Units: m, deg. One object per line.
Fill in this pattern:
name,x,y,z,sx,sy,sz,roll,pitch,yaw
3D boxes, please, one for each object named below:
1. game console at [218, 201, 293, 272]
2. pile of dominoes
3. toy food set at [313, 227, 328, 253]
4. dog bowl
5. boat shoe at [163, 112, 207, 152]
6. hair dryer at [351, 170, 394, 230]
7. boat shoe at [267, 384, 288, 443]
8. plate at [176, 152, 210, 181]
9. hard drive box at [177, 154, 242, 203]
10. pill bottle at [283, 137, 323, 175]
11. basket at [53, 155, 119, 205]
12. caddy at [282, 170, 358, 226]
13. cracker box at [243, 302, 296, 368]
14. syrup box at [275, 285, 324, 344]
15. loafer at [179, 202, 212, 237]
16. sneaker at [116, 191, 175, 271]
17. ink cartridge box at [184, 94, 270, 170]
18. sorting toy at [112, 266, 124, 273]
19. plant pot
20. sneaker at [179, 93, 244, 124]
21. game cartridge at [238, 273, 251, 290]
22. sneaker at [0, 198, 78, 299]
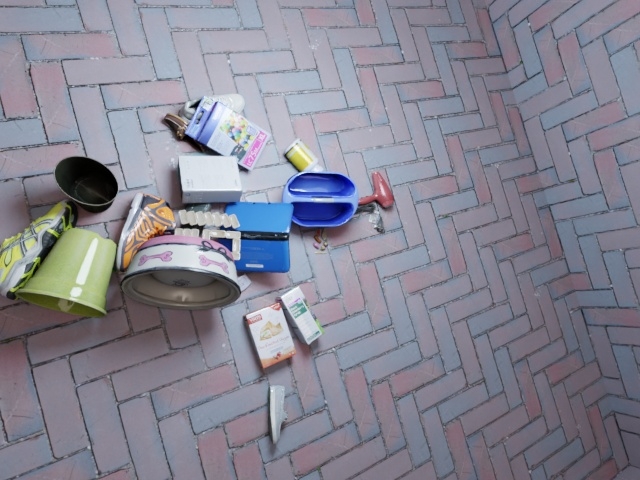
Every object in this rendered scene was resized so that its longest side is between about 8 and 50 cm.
game console,-0.262,-0.015,1.682,0.293,0.173,0.250,3,116,7
pile of dominoes,-0.440,-0.017,1.576,0.251,0.040,0.196,3,71,-12
toy food set,0.000,0.000,1.872,0.078,0.019,0.122,-2,82,-23
dog bowl,-0.492,0.121,1.458,0.408,0.408,0.150,8,61,-22
boat shoe,-0.564,-0.450,1.678,0.207,0.073,0.073,31,69,-15
hair dryer,0.260,-0.209,1.984,0.224,0.080,0.293,23,73,-17
boat shoe,-0.172,0.714,1.651,0.081,0.079,0.227,1,78,-18
plate,-0.512,-0.285,1.701,0.188,0.024,0.188,4,81,-22
hard drive box,-0.450,-0.249,1.627,0.232,0.089,0.181,-4,61,-23
pill bottle,-0.074,-0.374,1.856,0.184,0.103,0.103,47,68,-10
basket,-0.825,-0.185,1.441,0.204,0.227,0.154,33,70,-16
caddy,-0.004,-0.185,1.769,0.341,0.179,0.241,-1,102,-13
cracker box,-0.214,0.398,1.692,0.156,0.067,0.232,-19,88,-25
syrup box,-0.090,0.323,1.741,0.093,0.096,0.237,-31,95,-24
loafer,-0.512,-0.085,1.651,0.096,0.084,0.267,13,70,11
sneaker,-0.657,-0.022,1.538,0.180,0.124,0.321,16,73,-19
ink cartridge box,-0.386,-0.449,1.692,0.311,0.065,0.185,27,91,-29
sorting toy,-0.763,0.097,1.539,0.083,0.012,0.062,-11,83,-24
plant pot,-0.841,0.106,1.387,0.276,0.276,0.253,19,64,-19
sneaker,-0.455,-0.576,1.723,0.292,0.118,0.110,-26,90,-26
game cartridge,-0.339,0.186,1.702,0.083,0.017,0.056,-35,92,-24
sneaker,-1.000,0.006,1.386,0.147,0.145,0.384,26,65,-4
